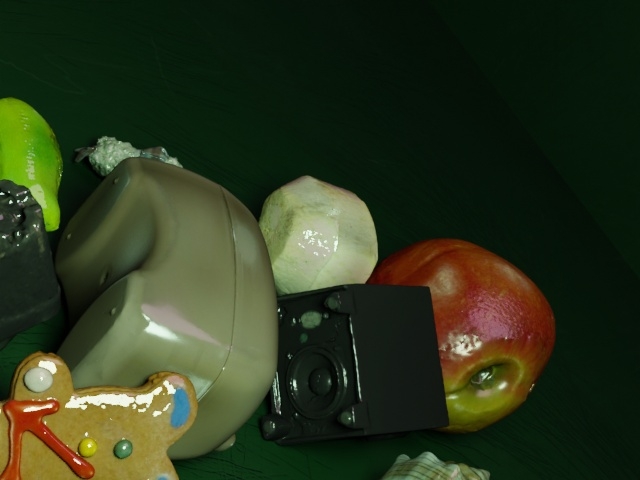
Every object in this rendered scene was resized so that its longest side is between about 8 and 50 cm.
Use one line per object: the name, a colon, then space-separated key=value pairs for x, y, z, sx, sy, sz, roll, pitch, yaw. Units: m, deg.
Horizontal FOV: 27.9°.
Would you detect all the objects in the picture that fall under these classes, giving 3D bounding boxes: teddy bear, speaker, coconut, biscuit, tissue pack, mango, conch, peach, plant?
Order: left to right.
plant: x=-0.397 y=0.045 z=1.527 sx=0.164 sy=0.256 sz=0.142 roll=-23 pitch=64 yaw=-37
mango: x=-0.424 y=-0.103 z=1.848 sx=0.125 sy=0.111 sz=0.233 roll=5 pitch=49 yaw=-46
biscuit: x=-0.307 y=0.233 z=1.469 sx=0.324 sy=0.205 sz=0.049 roll=11 pitch=1 yaw=-18
teddy bear: x=-0.281 y=-0.104 z=2.050 sx=0.213 sy=0.111 sz=0.133 roll=41 pitch=24 yaw=-13
tissue pack: x=-0.196 y=0.095 z=1.723 sx=0.277 sy=0.267 sz=0.387 roll=25 pitch=32 yaw=-28
coconut: x=0.000 y=0.000 z=2.209 sx=0.237 sy=0.197 sz=0.237 roll=28 pitch=29 yaw=-17
speaker: x=0.044 y=0.191 z=1.959 sx=0.254 sy=0.184 sz=0.232 roll=4 pitch=76 yaw=-51
conch: x=0.127 y=0.435 z=1.862 sx=0.203 sy=0.169 sz=0.386 roll=37 pitch=55 yaw=25
peach: x=0.222 y=0.154 z=2.210 sx=0.372 sy=0.373 sz=0.290 roll=-91 pitch=159 yaw=-53
